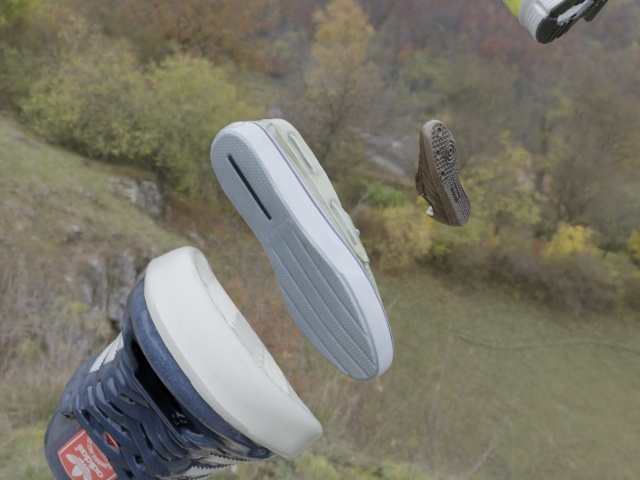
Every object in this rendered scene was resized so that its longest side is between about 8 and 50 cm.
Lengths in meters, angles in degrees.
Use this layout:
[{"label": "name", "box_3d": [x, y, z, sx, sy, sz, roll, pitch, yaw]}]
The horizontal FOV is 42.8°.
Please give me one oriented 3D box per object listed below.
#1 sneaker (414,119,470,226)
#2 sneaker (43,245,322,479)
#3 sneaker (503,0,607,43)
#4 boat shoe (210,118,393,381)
[{"label": "sneaker", "box_3d": [0.164, -0.094, 1.205, 0.071, 0.188, 0.066, 9, 47, 37]}, {"label": "sneaker", "box_3d": [-0.101, 0.107, 0.498, 0.148, 0.131, 0.350, -33, -8, -13]}, {"label": "sneaker", "box_3d": [0.209, -0.240, 0.702, 0.094, 0.081, 0.208, 44, 40, 13]}, {"label": "boat shoe", "box_3d": [0.000, 0.000, 0.854, 0.094, 0.302, 0.109, -29, 0, -41]}]
